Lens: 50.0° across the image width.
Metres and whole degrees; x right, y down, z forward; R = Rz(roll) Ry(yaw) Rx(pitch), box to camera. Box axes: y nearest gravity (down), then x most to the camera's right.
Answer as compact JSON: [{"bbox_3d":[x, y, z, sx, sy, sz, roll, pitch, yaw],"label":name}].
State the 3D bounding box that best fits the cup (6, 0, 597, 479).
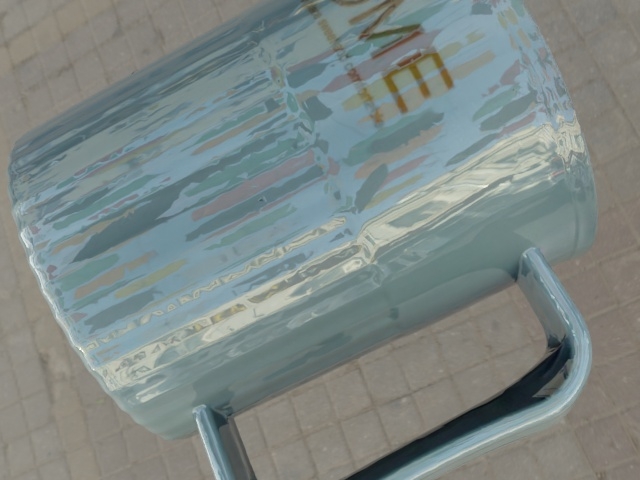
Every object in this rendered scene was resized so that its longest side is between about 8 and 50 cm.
[{"bbox_3d":[-0.002,-0.004,0.491,0.311,0.257,0.331,-27,94,0],"label":"cup"}]
